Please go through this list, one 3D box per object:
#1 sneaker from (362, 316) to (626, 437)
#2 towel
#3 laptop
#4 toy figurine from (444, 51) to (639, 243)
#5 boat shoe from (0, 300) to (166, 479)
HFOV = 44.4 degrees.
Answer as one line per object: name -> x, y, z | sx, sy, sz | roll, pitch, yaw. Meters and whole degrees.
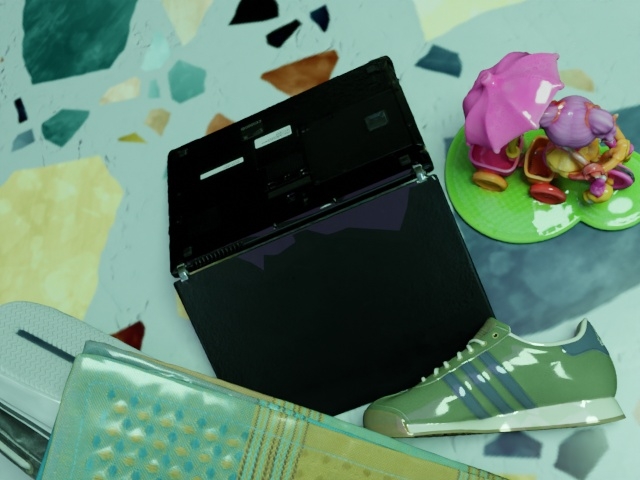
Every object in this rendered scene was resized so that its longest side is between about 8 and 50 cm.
sneaker -> 0.126, 0.103, 0.597 | 0.192, 0.064, 0.086 | -6, 75, 8
towel -> -0.027, 0.252, 0.529 | 0.370, 0.040, 0.271 | 20, 80, -9
laptop -> 0.000, 0.000, 0.690 | 0.234, 0.136, 0.264 | -22, 44, 9
toy figurine -> 0.169, -0.074, 0.581 | 0.173, 0.159, 0.130 | 17, 80, 19
boat shoe -> -0.136, 0.173, 0.630 | 0.335, 0.121, 0.119 | 33, 128, 6
